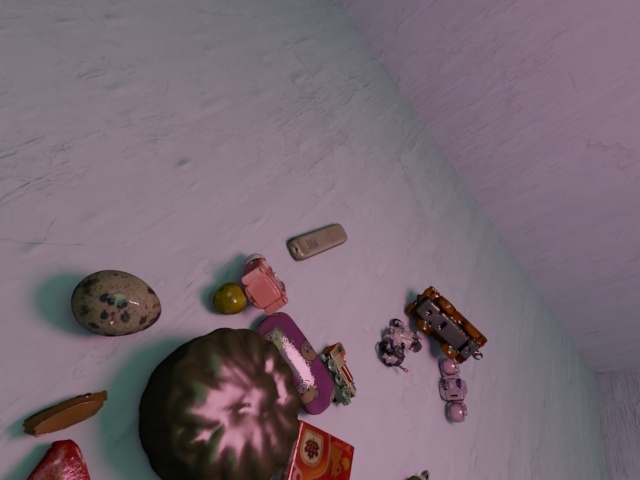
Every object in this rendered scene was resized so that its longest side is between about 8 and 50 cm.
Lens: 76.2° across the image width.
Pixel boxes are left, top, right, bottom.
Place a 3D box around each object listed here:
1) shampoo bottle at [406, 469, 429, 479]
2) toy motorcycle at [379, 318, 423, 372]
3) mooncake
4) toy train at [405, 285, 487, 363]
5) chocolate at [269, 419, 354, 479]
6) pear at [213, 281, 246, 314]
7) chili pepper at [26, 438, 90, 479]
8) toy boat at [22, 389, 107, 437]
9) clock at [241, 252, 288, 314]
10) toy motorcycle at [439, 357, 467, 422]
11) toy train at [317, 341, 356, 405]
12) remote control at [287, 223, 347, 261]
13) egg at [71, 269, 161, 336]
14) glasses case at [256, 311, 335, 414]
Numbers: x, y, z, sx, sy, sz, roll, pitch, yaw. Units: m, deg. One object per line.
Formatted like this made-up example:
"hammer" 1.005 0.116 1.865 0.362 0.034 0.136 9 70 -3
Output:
"shampoo bottle" 0.285 0.804 1.304 0.204 0.065 0.065 -4 71 -47
"toy motorcycle" 0.306 0.395 1.549 0.150 0.102 0.221 39 37 7
"mooncake" -0.213 0.383 0.937 0.356 0.194 0.356 23 54 -35
"toy train" 0.537 0.358 1.726 0.369 0.163 0.231 44 11 1
"chocolate" -0.029 0.610 1.061 0.237 0.108 0.234 40 46 -25
"pear" -0.248 0.164 1.116 0.097 0.092 0.092 59 37 -27
"chili pepper" -0.461 0.484 0.702 0.144 0.136 0.252 -22 68 -6
"toy boat" -0.488 0.331 0.793 0.149 0.049 0.047 -11 106 -51
"clock" -0.167 0.125 1.190 0.166 0.093 0.162 55 3 -14
"toy motorcycle" 0.550 0.614 1.680 0.112 0.112 0.254 25 50 -34
"toy train" 0.056 0.423 1.287 0.118 0.074 0.176 -27 86 -53
"remote control" -0.001 -0.001 1.500 0.309 0.038 0.090 -22 83 -50
"egg" -0.438 0.139 0.885 0.182 0.141 0.141 25 51 -33
"glasses case" -0.069 0.354 1.186 0.123 0.076 0.316 -35 92 -40
